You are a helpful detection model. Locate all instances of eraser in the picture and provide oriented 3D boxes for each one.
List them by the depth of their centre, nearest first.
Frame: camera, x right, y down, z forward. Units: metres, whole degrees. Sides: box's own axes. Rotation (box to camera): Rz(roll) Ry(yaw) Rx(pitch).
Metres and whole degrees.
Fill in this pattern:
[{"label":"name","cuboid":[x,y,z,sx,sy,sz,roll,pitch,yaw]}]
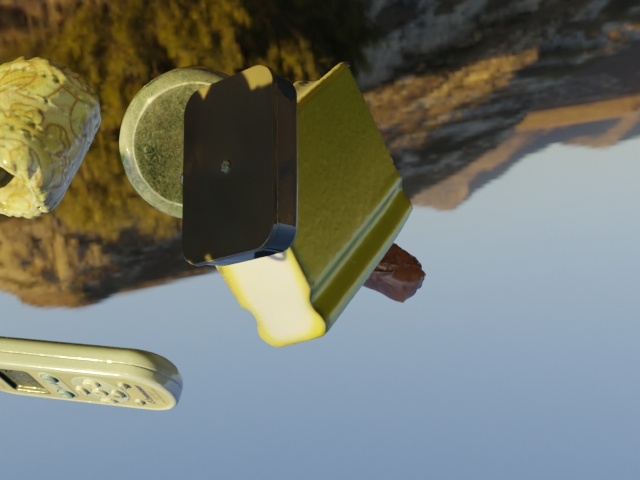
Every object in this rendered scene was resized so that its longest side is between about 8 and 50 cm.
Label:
[{"label":"eraser","cuboid":[-0.010,-0.034,0.884,0.069,0.158,0.226,-14,-161,30]}]

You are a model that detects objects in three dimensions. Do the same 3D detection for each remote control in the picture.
[{"label":"remote control","cuboid":[-0.253,0.133,1.110,0.244,0.047,0.087,3,153,19]}]

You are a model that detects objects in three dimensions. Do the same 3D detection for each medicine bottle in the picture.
[{"label":"medicine bottle","cuboid":[-0.128,-0.109,1.122,0.141,0.141,0.293,-9,-169,-4]}]

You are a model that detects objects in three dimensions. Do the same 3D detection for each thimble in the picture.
[{"label":"thimble","cuboid":[-0.346,-0.116,1.264,0.137,0.144,0.190,31,154,-21]}]

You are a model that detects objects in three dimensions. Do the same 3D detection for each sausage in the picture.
[{"label":"sausage","cuboid":[0.000,0.000,1.399,0.304,0.078,0.078,24,-158,28]}]

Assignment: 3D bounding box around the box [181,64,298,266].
[{"label":"box","cuboid":[-0.053,-0.047,0.724,0.091,0.126,0.031,-15,160,41]}]
